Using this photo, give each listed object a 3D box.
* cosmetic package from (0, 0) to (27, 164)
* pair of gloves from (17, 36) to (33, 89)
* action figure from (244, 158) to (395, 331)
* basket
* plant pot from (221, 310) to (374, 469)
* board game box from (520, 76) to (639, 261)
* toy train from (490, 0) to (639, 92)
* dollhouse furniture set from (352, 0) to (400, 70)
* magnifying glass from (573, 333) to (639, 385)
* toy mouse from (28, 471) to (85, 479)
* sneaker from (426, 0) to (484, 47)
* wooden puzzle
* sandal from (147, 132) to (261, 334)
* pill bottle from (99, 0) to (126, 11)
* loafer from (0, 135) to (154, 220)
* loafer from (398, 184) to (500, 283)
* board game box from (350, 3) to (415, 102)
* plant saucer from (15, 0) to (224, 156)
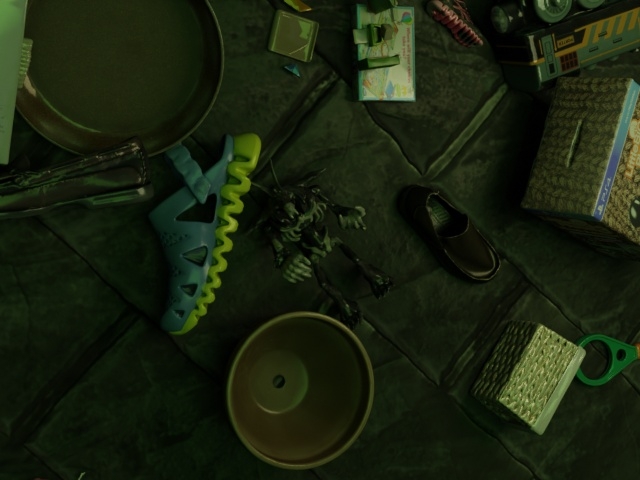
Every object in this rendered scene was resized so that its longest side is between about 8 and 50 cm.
[{"bbox_3d":[-0.449,-0.220,1.347,0.117,0.085,0.231,6,102,-25],"label":"cosmetic package"},{"bbox_3d":[-0.514,-0.191,1.399,0.204,0.042,0.240,21,103,-22],"label":"pair of gloves"},{"bbox_3d":[0.000,0.000,1.604,0.164,0.141,0.275,-42,108,-5],"label":"action figure"},{"bbox_3d":[0.345,0.225,1.767,0.103,0.113,0.167,35,78,-18],"label":"basket"},{"bbox_3d":[-0.047,0.221,1.603,0.237,0.110,0.237,-1,92,-23],"label":"plant pot"},{"bbox_3d":[0.500,-0.112,1.761,0.291,0.141,0.232,23,82,-42],"label":"board game box"},{"bbox_3d":[0.438,-0.378,1.789,0.334,0.142,0.190,-23,112,-23],"label":"toy train"},{"bbox_3d":[0.080,-0.343,1.633,0.059,0.076,0.151,-9,96,-23],"label":"dollhouse furniture set"},{"bbox_3d":[0.548,0.205,1.902,0.231,0.026,0.092,-7,93,-21],"label":"magnifying glass"},{"bbox_3d":[-0.388,0.388,1.505,0.143,0.031,0.161,-43,106,-16],"label":"toy mouse"},{"bbox_3d":[0.233,-0.372,1.748,0.119,0.047,0.057,40,65,-20],"label":"sneaker"},{"bbox_3d":[-0.043,-0.321,1.646,0.079,0.014,0.116,21,83,-17],"label":"wooden puzzle"},{"bbox_3d":[-0.191,-0.019,1.541,0.138,0.126,0.317,16,80,-11],"label":"sandal"},{"bbox_3d":[-0.309,-0.365,1.492,0.160,0.087,0.087,35,78,-20],"label":"pill bottle"},{"bbox_3d":[-0.383,-0.086,1.449,0.303,0.109,0.095,-8,101,-21],"label":"loafer"},{"bbox_3d":[0.220,-0.005,1.727,0.220,0.078,0.080,40,76,-18],"label":"loafer"},{"bbox_3d":[0.102,-0.301,1.699,0.103,0.026,0.154,-2,92,-22],"label":"board game box"},{"bbox_3d":[-0.290,-0.263,1.465,0.311,0.050,0.310,-2,115,-3],"label":"plant saucer"}]
